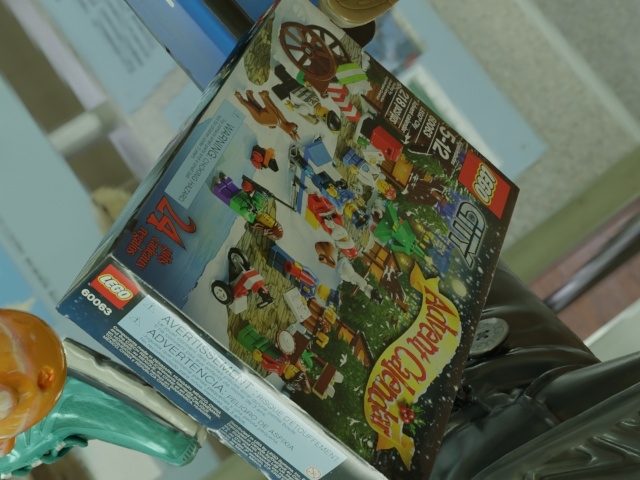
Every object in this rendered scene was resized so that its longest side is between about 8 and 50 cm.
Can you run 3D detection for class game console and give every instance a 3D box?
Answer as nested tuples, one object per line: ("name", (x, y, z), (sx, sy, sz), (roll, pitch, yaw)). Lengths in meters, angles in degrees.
("game console", (-0.077, -0.234, 1.068), (0.293, 0.173, 0.250), (48, 170, -6))

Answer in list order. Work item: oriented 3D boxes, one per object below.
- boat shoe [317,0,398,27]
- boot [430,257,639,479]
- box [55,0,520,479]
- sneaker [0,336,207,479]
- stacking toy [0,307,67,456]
("boat shoe", (0.040, -0.214, 1.123), (0.063, 0.170, 0.059), (40, 144, -10))
("boot", (0.189, 0.090, 1.106), (0.445, 0.367, 0.146), (-142, 37, -71))
("box", (0.000, 0.000, 0.658), (0.159, 0.233, 0.044), (40, 128, -11))
("sneaker", (-0.205, 0.115, 0.943), (0.275, 0.110, 0.107), (8, 161, 13))
("stacking toy", (-0.212, 0.077, 0.493), (0.166, 0.302, 0.175), (7, 109, 43))
